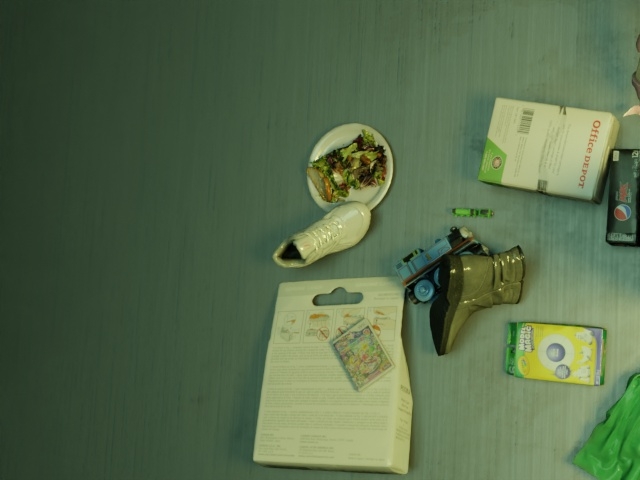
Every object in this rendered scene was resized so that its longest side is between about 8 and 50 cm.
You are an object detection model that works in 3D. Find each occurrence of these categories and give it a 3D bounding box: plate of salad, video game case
[{"bbox_3d":[0.055,-0.147,1.882,0.200,0.048,0.200,-4,82,28],"label":"plate of salad"},{"bbox_3d":[0.084,0.223,1.777,0.087,0.011,0.122,-37,55,11],"label":"video game case"}]

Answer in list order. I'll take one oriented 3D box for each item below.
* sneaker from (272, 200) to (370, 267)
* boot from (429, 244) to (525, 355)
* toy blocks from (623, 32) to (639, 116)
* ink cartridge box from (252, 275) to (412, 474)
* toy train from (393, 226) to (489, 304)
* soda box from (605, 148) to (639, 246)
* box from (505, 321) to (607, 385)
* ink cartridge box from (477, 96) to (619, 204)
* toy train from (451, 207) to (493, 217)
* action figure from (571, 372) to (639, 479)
[{"bbox_3d":[0.000,0.000,1.850,0.232,0.115,0.090,-33,89,25],"label":"sneaker"},{"bbox_3d":[0.296,0.119,1.688,0.083,0.161,0.246,-105,15,-49],"label":"boot"},{"bbox_3d":[0.652,-0.346,1.516,0.288,0.260,0.309,-13,50,-2],"label":"toy blocks"},{"bbox_3d":[0.035,0.271,1.846,0.308,0.091,0.385,-5,65,28],"label":"ink cartridge box"},{"bbox_3d":[0.235,0.047,1.749,0.184,0.080,0.105,-37,63,20],"label":"toy train"},{"bbox_3d":[0.540,-0.075,1.608,0.053,0.060,0.169,4,85,27],"label":"soda box"},{"bbox_3d":[0.422,0.203,1.650,0.179,0.043,0.105,1,84,30],"label":"box"},{"bbox_3d":[0.418,-0.163,1.664,0.219,0.092,0.160,14,91,28],"label":"ink cartridge box"},{"bbox_3d":[0.292,-0.054,1.758,0.083,0.024,0.017,3,86,28],"label":"toy train"},{"bbox_3d":[0.542,0.312,1.561,0.137,0.063,0.232,26,101,30],"label":"action figure"}]
